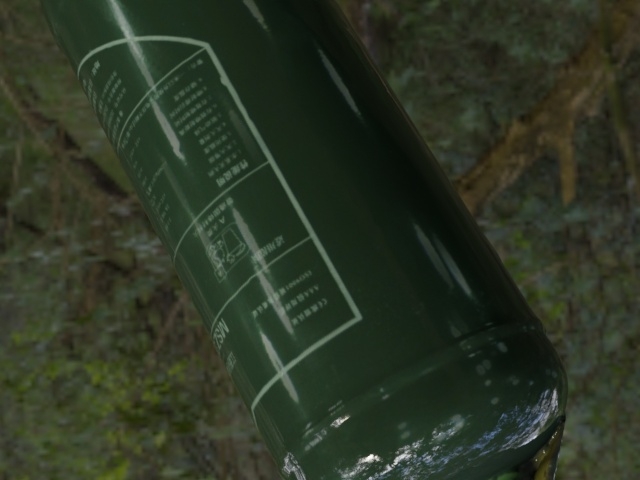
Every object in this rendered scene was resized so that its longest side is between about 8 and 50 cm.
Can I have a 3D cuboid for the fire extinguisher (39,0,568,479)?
[{"bbox_3d":[0.000,0.000,0.425,0.095,0.311,0.114,-28,159,-5],"label":"fire extinguisher"}]
